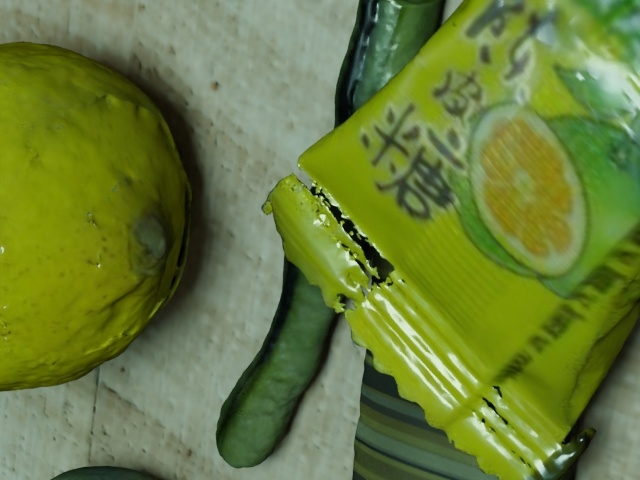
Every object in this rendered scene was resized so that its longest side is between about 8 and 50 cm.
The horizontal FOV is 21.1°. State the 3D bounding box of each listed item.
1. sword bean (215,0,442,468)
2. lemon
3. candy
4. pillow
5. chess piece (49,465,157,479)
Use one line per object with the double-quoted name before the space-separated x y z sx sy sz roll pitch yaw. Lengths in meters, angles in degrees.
"sword bean" 0.000 0.001 0.811 0.043 0.038 0.269 42 125 36
"lemon" -0.157 -0.011 0.843 0.193 0.180 0.180 -20 89 67
"candy" 0.107 -0.038 0.674 0.187 0.081 0.297 48 122 12
"pillow" 0.065 0.089 0.782 0.113 0.038 0.203 14 108 27
"chess piece" -0.122 0.240 0.919 0.133 0.133 0.243 12 105 35
